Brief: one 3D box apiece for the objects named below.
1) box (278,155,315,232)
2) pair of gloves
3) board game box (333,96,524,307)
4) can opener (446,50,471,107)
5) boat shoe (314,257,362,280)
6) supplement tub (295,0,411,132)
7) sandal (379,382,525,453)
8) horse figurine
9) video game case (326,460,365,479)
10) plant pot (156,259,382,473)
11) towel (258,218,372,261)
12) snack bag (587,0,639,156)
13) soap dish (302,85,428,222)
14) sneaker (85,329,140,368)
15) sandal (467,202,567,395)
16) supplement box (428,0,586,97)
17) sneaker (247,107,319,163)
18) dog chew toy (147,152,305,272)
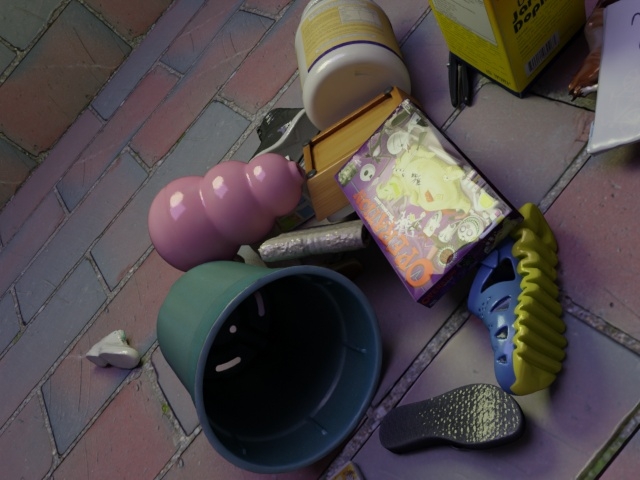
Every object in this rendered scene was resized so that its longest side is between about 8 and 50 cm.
[{"bbox_3d":[-0.112,-0.082,1.518,0.203,0.114,0.103,-33,42,22],"label":"box"},{"bbox_3d":[-0.182,0.026,1.457,0.240,0.042,0.204,-28,87,23],"label":"pair of gloves"},{"bbox_3d":[0.166,-0.077,1.112,0.208,0.056,0.347,-50,43,20],"label":"board game box"},{"bbox_3d":[0.297,-0.363,1.395,0.059,0.073,0.186,-6,65,32],"label":"can opener"},{"bbox_3d":[0.009,0.067,1.322,0.170,0.063,0.059,-27,50,27],"label":"boat shoe"},{"bbox_3d":[0.066,-0.419,1.515,0.241,0.241,0.331,-31,43,23],"label":"supplement tub"},{"bbox_3d":[0.201,0.277,0.988,0.254,0.054,0.097,-21,39,45],"label":"sandal"},{"bbox_3d":[0.533,-0.365,1.159,0.174,0.066,0.263,-11,58,35],"label":"horse figurine"},{"bbox_3d":[0.011,0.495,1.008,0.227,0.026,0.206,-45,39,9],"label":"video game case"},{"bbox_3d":[-0.124,0.187,1.171,0.334,0.341,0.341,14,70,57],"label":"plant pot"},{"bbox_3d":[0.000,0.000,1.234,0.187,0.282,0.049,-10,94,9],"label":"towel"},{"bbox_3d":[0.560,-0.308,0.969,0.342,0.037,0.323,-15,55,53],"label":"snack bag"},{"bbox_3d":[0.093,-0.187,1.353,0.291,0.118,0.229,-31,29,15],"label":"soap dish"},{"bbox_3d":[-0.522,0.271,1.669,0.212,0.080,0.094,-6,44,43],"label":"sneaker"},{"bbox_3d":[0.289,0.094,0.996,0.138,0.126,0.317,-22,38,36],"label":"sandal"},{"bbox_3d":[0.326,-0.455,1.166,0.195,0.356,0.194,-48,60,3],"label":"supplement box"},{"bbox_3d":[-0.131,-0.226,1.668,0.295,0.104,0.147,-51,36,-11],"label":"sneaker"},{"bbox_3d":[-0.183,-0.067,1.326,0.332,0.206,0.206,-26,44,14],"label":"dog chew toy"}]
